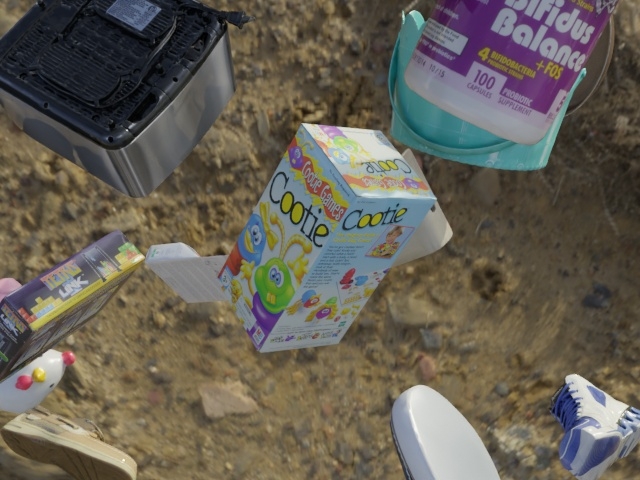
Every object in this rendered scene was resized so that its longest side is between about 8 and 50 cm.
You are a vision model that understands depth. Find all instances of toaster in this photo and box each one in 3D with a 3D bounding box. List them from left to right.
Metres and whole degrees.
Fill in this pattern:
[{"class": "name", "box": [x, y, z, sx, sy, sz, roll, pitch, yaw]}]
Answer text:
[{"class": "toaster", "box": [-0.175, -0.149, 0.808, 0.186, 0.110, 0.168, 29, 70, 16]}]

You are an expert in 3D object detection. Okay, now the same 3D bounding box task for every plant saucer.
[{"class": "plant saucer", "box": [0.500, -0.403, 1.865, 0.050, 0.310, 0.310, 0, 64, -27]}]

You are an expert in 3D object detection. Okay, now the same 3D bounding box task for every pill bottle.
[{"class": "pill bottle", "box": [0.222, -0.265, 0.931, 0.169, 0.169, 0.301, 29, 108, 14]}]

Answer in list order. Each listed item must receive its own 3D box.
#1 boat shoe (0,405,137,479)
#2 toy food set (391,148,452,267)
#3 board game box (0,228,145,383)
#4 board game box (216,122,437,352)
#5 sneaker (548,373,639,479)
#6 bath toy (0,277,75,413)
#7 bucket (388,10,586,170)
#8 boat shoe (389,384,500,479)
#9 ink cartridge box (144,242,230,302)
[{"class": "boat shoe", "box": [-0.512, 0.419, 1.883, 0.341, 0.121, 0.110, 14, 42, 24]}, {"class": "toy food set", "box": [0.100, -0.046, 1.946, 0.306, 0.219, 0.092, -21, 21, 22]}, {"class": "board game box", "box": [-0.283, 0.073, 0.950, 0.048, 0.141, 0.170, 47, 37, 2]}, {"class": "board game box", "box": [0.000, 0.000, 1.187, 0.144, 0.275, 0.142, 0, 44, -41]}, {"class": "sneaker", "box": [0.530, 0.372, 1.831, 0.182, 0.316, 0.127, 33, 112, 33]}, {"class": "bath toy", "box": [-0.450, 0.074, 1.232, 0.129, 0.151, 0.348, -21, 104, 3]}, {"class": "bucket", "box": [0.234, -0.222, 1.320, 0.281, 0.281, 0.183, 12, 108, 7]}, {"class": "boat shoe", "box": [0.104, 0.220, 0.658, 0.076, 0.080, 0.228, -36, 83, 32]}, {"class": "ink cartridge box", "box": [-0.244, 0.069, 1.982, 0.225, 0.181, 0.056, -7, 53, 26]}]
